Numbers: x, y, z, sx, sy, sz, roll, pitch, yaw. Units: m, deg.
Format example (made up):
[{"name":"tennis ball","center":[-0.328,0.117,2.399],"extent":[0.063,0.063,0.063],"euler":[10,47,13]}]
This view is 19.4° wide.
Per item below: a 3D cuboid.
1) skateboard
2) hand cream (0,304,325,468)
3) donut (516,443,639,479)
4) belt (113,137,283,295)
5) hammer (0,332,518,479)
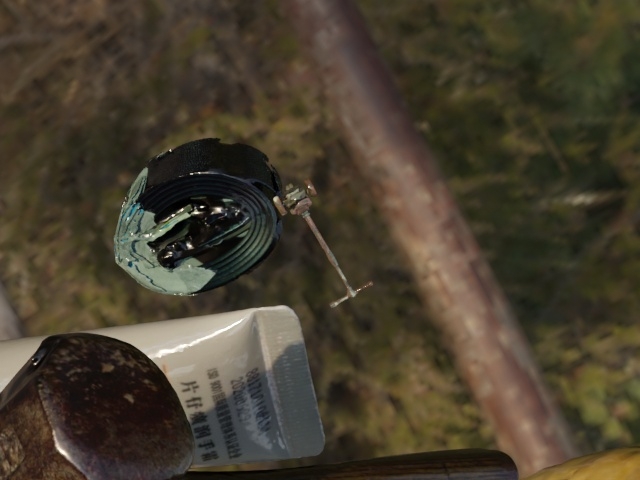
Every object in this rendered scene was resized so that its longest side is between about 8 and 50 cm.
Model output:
[{"name":"skateboard","center":[0.000,0.000,1.233],"extent":[0.083,0.032,0.064],"euler":[60,0,-6]},{"name":"hand cream","center":[-0.158,0.102,1.165],"extent":[0.089,0.314,0.140],"euler":[-88,173,-46]},{"name":"donut","center":[0.108,0.277,0.809],"extent":[0.198,0.449,0.449],"euler":[41,42,-19]},{"name":"belt","center":[-0.092,-0.016,1.407],"extent":[0.105,0.140,0.058],"euler":[49,24,-25]},{"name":"hammer","center":[-0.051,0.147,1.025],"extent":[0.408,0.242,0.095],"euler":[1,50,-44]}]
